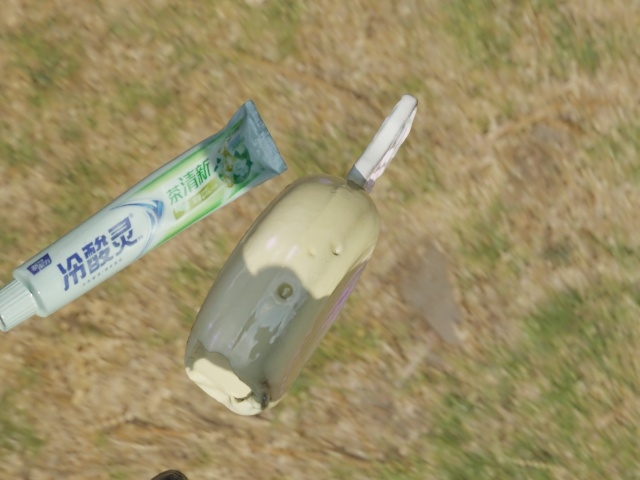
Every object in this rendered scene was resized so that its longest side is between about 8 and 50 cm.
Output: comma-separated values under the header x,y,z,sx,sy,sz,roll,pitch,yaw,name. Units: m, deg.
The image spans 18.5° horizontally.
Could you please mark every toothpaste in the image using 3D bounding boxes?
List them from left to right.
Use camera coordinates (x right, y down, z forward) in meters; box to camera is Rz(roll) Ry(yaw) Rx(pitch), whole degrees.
x,y,z,sx,sy,sz,roll,pitch,yaw,name
-0.157,-0.016,1.673,0.297,0.048,0.074,-35,112,-23,toothpaste

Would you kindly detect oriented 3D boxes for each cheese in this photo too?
x,y,z,sx,sy,sz,roll,pitch,yaw,name
0.000,0.000,1.166,0.064,0.137,0.227,32,62,7,cheese

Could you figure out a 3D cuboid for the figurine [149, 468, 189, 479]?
x,y,z,sx,sy,sz,roll,pitch,yaw,name
0.045,0.276,0.888,0.186,0.382,0.261,-44,48,9,figurine
